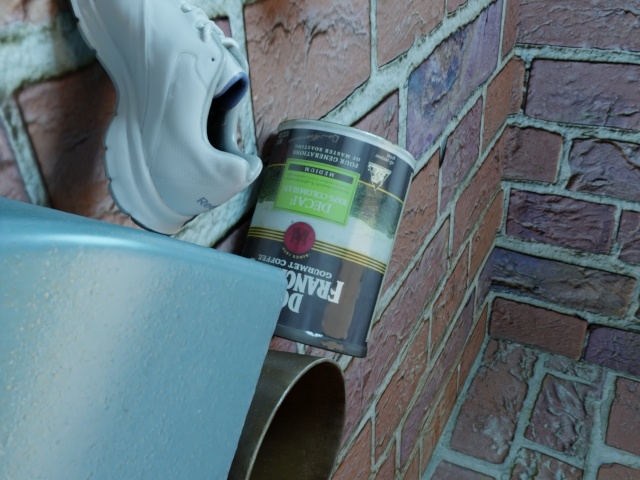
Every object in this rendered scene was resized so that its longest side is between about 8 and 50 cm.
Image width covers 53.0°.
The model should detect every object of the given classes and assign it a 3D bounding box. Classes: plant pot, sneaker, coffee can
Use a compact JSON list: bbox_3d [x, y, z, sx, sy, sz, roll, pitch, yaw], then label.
[{"bbox_3d":[-0.218,0.082,0.434,0.252,0.248,0.246,31,74,-55],"label":"plant pot"},{"bbox_3d":[-0.126,-0.159,0.556,0.111,0.130,0.296,-8,82,-67],"label":"sneaker"},{"bbox_3d":[0.000,0.000,0.879,0.201,0.202,0.275,29,75,-64],"label":"coffee can"},{"bbox_3d":[-0.121,0.200,0.687,0.215,0.231,0.215,-39,135,-54],"label":"plant pot"}]
